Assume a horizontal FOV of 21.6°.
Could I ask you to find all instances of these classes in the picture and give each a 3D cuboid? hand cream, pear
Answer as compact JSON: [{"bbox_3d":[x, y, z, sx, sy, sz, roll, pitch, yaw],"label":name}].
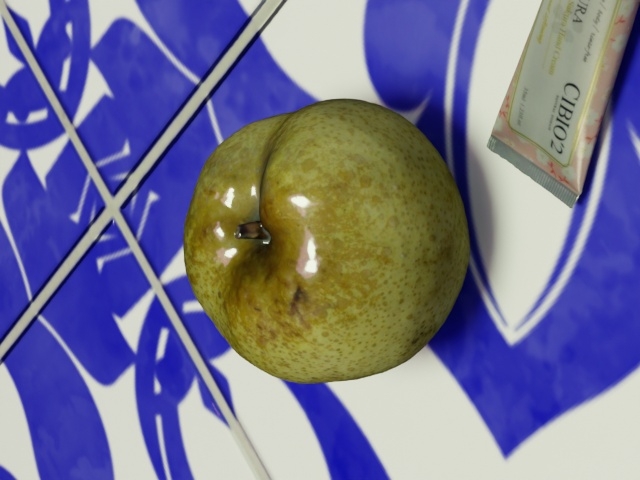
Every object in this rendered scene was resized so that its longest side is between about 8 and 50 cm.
[{"bbox_3d":[0.135,-0.120,0.851,0.067,0.043,0.210,38,128,33],"label":"hand cream"},{"bbox_3d":[0.000,0.000,0.938,0.167,0.136,0.167,4,96,44],"label":"pear"}]
